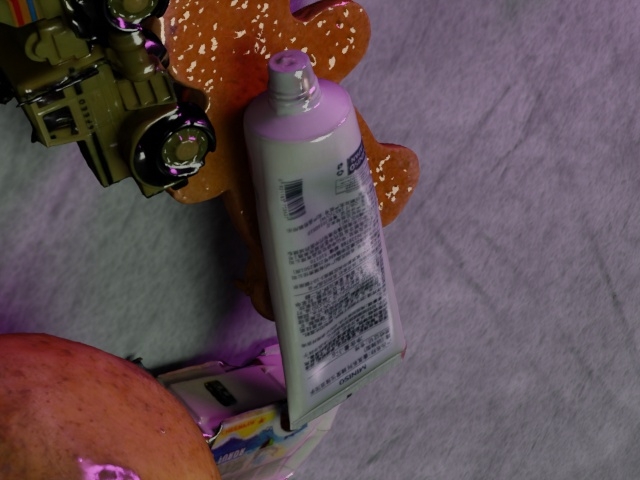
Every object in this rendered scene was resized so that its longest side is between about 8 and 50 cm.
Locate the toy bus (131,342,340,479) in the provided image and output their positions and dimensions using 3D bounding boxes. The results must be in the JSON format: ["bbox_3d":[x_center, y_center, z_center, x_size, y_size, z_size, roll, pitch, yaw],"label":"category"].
[{"bbox_3d":[-0.098,0.158,1.325,0.274,0.090,0.112,-9,128,-51],"label":"toy bus"}]

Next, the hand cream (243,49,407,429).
[{"bbox_3d":[0.000,0.000,1.231,0.124,0.078,0.340,-32,136,-24],"label":"hand cream"}]

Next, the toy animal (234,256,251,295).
[{"bbox_3d":[-0.046,0.000,1.322,0.060,0.081,0.083,-15,90,-39],"label":"toy animal"}]

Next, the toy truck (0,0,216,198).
[{"bbox_3d":[-0.156,-0.136,0.993,0.127,0.127,0.257,-30,137,-8],"label":"toy truck"}]

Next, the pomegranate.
[{"bbox_3d":[-0.201,0.202,1.067,0.281,0.281,0.281,-33,139,-36],"label":"pomegranate"}]

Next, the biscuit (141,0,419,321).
[{"bbox_3d":[-0.039,-0.097,1.214,0.205,0.049,0.324,-46,134,-12],"label":"biscuit"}]
